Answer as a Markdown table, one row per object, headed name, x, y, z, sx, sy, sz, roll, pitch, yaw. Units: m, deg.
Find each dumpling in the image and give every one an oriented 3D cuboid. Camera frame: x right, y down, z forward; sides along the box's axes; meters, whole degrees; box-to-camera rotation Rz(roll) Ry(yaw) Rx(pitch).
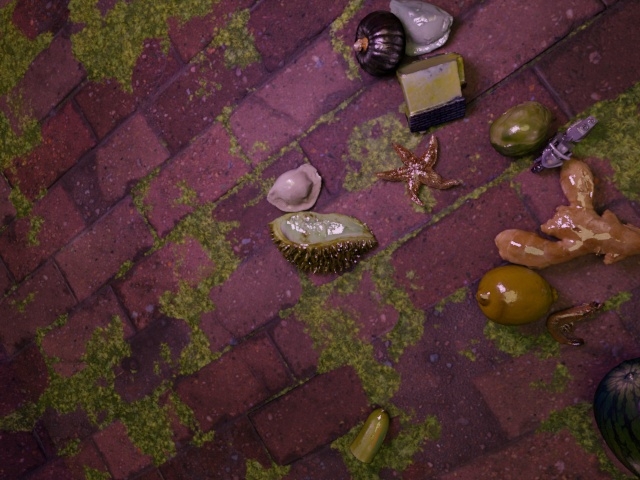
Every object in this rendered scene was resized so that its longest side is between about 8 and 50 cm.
| name | x | y | z | sx | sy | sz | roll | pitch | yaw |
| --- | --- | --- | --- | --- | --- | --- | --- | --- | --- |
| dumpling | 0.302 | -0.679 | 1.322 | 0.216 | 0.105 | 0.149 | 31 | 101 | 11 |
| dumpling | -0.085 | -0.172 | 1.467 | 0.155 | 0.111 | 0.181 | 47 | 128 | -12 |

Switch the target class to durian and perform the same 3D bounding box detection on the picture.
| name | x | y | z | sx | sy | sz | roll | pitch | yaw |
| --- | --- | --- | --- | --- | --- | --- | --- | --- | --- |
| durian | 0.002 | 0.007 | 1.473 | 0.394 | 0.163 | 0.198 | -1 | 55 | 11 |

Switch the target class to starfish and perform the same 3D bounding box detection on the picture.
| name | x | y | z | sx | sy | sz | roll | pitch | yaw |
| --- | --- | --- | --- | --- | --- | --- | --- | --- | --- |
| starfish | 0.316 | -0.234 | 1.371 | 0.277 | 0.062 | 0.236 | 9 | 95 | 17 |

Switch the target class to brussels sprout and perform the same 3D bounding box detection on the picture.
| name | x | y | z | sx | sy | sz | roll | pitch | yaw |
| --- | --- | --- | --- | --- | --- | --- | --- | --- | --- |
| brussels sprout | 0.602 | -0.329 | 1.249 | 0.183 | 0.145 | 0.131 | -28 | 113 | 21 |

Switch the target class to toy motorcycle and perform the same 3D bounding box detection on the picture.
| name | x | y | z | sx | sy | sz | roll | pitch | yaw |
| --- | --- | --- | --- | --- | --- | --- | --- | --- | --- |
| toy motorcycle | 0.712 | -0.283 | 1.225 | 0.080 | 0.122 | 0.215 | 46 | 103 | 4 |

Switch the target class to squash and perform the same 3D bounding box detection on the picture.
| name | x | y | z | sx | sy | sz | roll | pitch | yaw |
| --- | --- | --- | --- | --- | --- | --- | --- | --- | --- |
| squash | 0.187 | -0.622 | 1.322 | 0.155 | 0.193 | 0.193 | 18 | 101 | -27 |
| squash | 0.186 | 0.669 | 1.451 | 0.095 | 0.095 | 0.188 | 30 | 100 | 12 |

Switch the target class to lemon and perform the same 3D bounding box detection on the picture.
| name | x | y | z | sx | sy | sz | roll | pitch | yaw |
| --- | --- | --- | --- | --- | --- | --- | --- | --- | --- |
| lemon | 0.587 | 0.165 | 1.262 | 0.248 | 0.184 | 0.184 | 0 | 94 | -1 |

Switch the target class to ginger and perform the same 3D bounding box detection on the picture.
| name | x | y | z | sx | sy | sz | roll | pitch | yaw |
| --- | --- | --- | --- | --- | --- | --- | --- | --- | --- |
| ginger | 0.758 | -0.012 | 1.234 | 0.348 | 0.122 | 0.363 | 42 | 93 | 18 |

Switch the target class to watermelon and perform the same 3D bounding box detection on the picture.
| name | x | y | z | sx | sy | sz | roll | pitch | yaw |
| --- | --- | --- | --- | --- | --- | --- | --- | --- | --- |
| watermelon | 0.932 | 0.482 | 1.110 | 0.363 | 0.363 | 0.364 | 1 | 94 | 15 |

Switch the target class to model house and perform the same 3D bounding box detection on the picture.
| name | x | y | z | sx | sy | sz | roll | pitch | yaw |
| --- | --- | --- | --- | --- | --- | --- | --- | --- | --- |
| model house | 0.358 | -0.462 | 1.325 | 0.193 | 0.170 | 0.211 | -15 | 118 | 9 |

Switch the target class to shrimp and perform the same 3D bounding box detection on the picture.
| name | x | y | z | sx | sy | sz | roll | pitch | yaw |
| --- | --- | --- | --- | --- | --- | --- | --- | --- | --- |
| shrimp | 0.797 | 0.260 | 1.284 | 0.178 | 0.034 | 0.124 | -25 | 90 | 17 |
